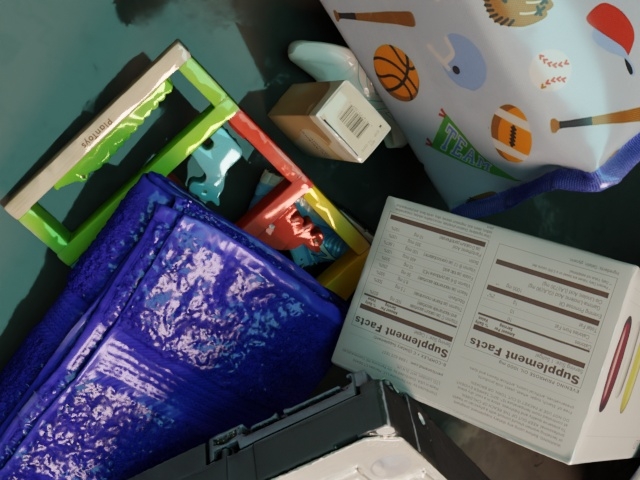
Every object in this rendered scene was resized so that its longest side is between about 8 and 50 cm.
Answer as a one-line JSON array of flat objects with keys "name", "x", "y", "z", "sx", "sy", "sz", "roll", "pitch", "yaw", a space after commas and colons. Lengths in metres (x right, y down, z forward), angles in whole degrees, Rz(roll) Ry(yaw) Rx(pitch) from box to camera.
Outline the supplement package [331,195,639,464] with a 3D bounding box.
[{"name": "supplement package", "x": 0.174, "y": 0.082, "z": 0.724, "sx": 0.262, "sy": 0.204, "sz": 0.145, "roll": 20, "pitch": 89, "yaw": -57}]

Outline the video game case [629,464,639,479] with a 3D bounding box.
[{"name": "video game case", "x": 0.390, "y": 0.178, "z": 0.873, "sx": 0.300, "sy": 0.036, "sz": 0.329, "roll": -50, "pitch": 154, "yaw": -11}]

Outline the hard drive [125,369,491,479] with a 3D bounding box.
[{"name": "hard drive", "x": 0.030, "y": 0.250, "z": 0.701, "sx": 0.237, "sy": 0.064, "sz": 0.339, "roll": -28, "pitch": 131, "yaw": 15}]

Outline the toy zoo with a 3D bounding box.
[{"name": "toy zoo", "x": -0.085, "y": 0.005, "z": 0.716, "sx": 0.192, "sy": 0.030, "sz": 0.293, "roll": -42, "pitch": 112, "yaw": 6}]

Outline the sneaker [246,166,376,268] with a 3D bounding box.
[{"name": "sneaker", "x": 0.000, "y": 0.000, "z": 0.780, "sx": 0.162, "sy": 0.063, "sz": 0.073, "roll": 32, "pitch": 98, "yaw": -18}]

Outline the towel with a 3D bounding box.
[{"name": "towel", "x": -0.131, "y": 0.127, "z": 0.680, "sx": 0.227, "sy": 0.076, "sz": 0.308, "roll": 35, "pitch": 97, "yaw": -23}]

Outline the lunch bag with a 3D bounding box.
[{"name": "lunch bag", "x": 0.216, "y": -0.255, "z": 0.717, "sx": 0.385, "sy": 0.239, "sz": 0.328, "roll": -36, "pitch": 101, "yaw": -26}]

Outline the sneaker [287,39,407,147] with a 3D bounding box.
[{"name": "sneaker", "x": 0.033, "y": -0.133, "z": 0.772, "sx": 0.152, "sy": 0.054, "sz": 0.061, "roll": 24, "pitch": 89, "yaw": -25}]

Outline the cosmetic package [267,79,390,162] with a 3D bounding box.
[{"name": "cosmetic package", "x": 0.005, "y": -0.102, "z": 0.729, "sx": 0.060, "sy": 0.115, "sz": 0.041, "roll": 44, "pitch": 80, "yaw": -22}]
